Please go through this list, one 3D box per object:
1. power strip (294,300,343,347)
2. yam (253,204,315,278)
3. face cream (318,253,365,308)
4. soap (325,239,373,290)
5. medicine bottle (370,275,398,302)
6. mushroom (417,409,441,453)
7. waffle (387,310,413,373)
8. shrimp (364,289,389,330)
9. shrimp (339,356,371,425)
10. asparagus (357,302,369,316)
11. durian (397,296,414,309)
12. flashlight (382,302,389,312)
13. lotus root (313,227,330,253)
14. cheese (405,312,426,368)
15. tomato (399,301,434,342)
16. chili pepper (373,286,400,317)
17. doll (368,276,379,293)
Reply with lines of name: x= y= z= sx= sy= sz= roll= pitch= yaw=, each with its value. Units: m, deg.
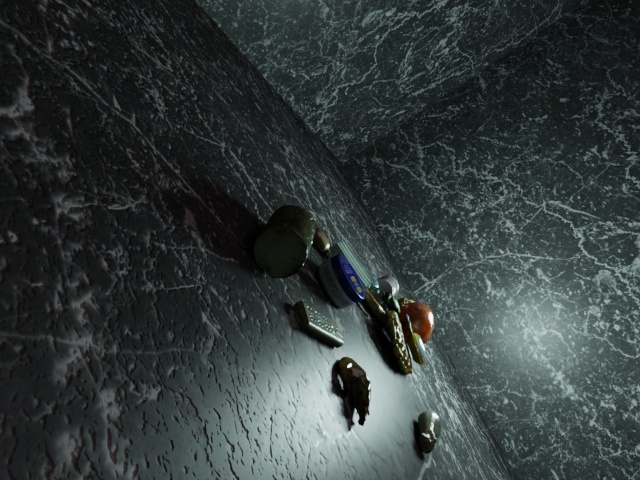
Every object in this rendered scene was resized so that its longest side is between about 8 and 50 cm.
power strip: x=0.006 y=0.273 z=1.335 sx=0.268 sy=0.034 sz=0.092 roll=42 pitch=21 yaw=-47
yam: x=-0.104 y=-0.010 z=1.330 sx=0.168 sy=0.168 sz=0.304 roll=54 pitch=16 yaw=-14
face cream: x=0.080 y=0.163 z=1.666 sx=0.205 sy=0.111 sz=0.205 roll=53 pitch=16 yaw=-22
soap: x=0.131 y=0.130 z=1.945 sx=0.261 sy=0.094 sz=0.150 roll=57 pitch=18 yaw=4
medicine bottle: x=0.352 y=0.264 z=2.323 sx=0.133 sy=0.133 sz=0.250 roll=60 pitch=13 yaw=11
mushroom: x=0.428 y=0.738 z=1.650 sx=0.225 sy=0.093 sz=0.116 roll=23 pitch=58 yaw=-74
waffle: x=0.367 y=0.472 z=1.962 sx=0.281 sy=0.058 sz=0.300 roll=41 pitch=36 yaw=-69
shrimp: x=0.285 y=0.339 z=2.096 sx=0.316 sy=0.062 sz=0.164 roll=52 pitch=8 yaw=-25
shrimp: x=0.106 y=0.436 z=1.283 sx=0.145 sy=0.059 sz=0.254 roll=53 pitch=14 yaw=-8
asparagus: x=0.184 y=0.304 z=1.907 sx=0.114 sy=0.015 sz=0.014 roll=55 pitch=12 yaw=-7
durian: x=0.540 y=0.425 z=2.635 sx=0.168 sy=0.137 sz=0.158 roll=43 pitch=-4 yaw=-5
flashlight: x=0.368 y=0.378 z=2.308 sx=0.051 sy=0.051 sz=0.129 roll=50 pitch=19 yaw=-28
lotus root: x=0.000 y=0.000 z=1.842 sx=0.150 sy=0.062 sz=0.073 roll=55 pitch=15 yaw=-5
cheese: x=0.450 y=0.480 z=2.030 sx=0.177 sy=0.070 sz=0.270 roll=47 pitch=27 yaw=-70
tomato: x=0.486 y=0.433 z=2.219 sx=0.189 sy=0.231 sz=0.232 roll=15 pitch=24 yaw=-6
chili pepper: x=0.347 y=0.324 z=2.109 sx=0.122 sy=0.065 sz=0.278 roll=18 pitch=-36 yaw=34
doll: x=0.214 y=0.208 z=2.128 sx=0.180 sy=0.075 sz=0.120 roll=24 pitch=19 yaw=-18
